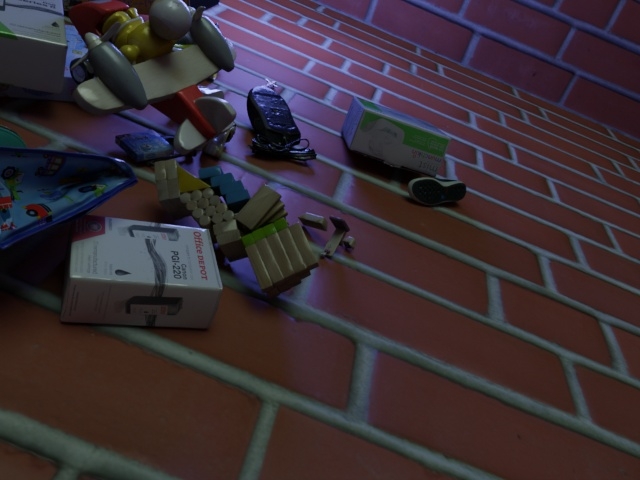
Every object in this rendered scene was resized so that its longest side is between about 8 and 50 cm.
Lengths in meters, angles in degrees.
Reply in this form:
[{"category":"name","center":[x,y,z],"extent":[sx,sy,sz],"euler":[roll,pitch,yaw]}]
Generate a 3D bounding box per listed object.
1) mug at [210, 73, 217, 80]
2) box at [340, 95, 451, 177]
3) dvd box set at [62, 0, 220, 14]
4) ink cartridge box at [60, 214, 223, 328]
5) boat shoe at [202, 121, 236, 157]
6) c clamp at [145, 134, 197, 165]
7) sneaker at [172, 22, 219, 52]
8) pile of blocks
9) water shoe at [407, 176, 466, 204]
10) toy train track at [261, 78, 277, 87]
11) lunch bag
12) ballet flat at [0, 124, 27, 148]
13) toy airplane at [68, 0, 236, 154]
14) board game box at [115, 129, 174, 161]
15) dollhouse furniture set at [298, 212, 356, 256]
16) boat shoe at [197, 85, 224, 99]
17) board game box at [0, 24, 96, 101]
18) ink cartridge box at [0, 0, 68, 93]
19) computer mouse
[{"category":"mug","center":[-0.343,-0.512,1.749],"extent":[0.064,0.078,0.062],"euler":[12,64,-2]},{"category":"box","center":[0.206,-0.298,1.675],"extent":[0.261,0.127,0.231],"euler":[17,19,-10]},{"category":"dvd box set","center":[-0.561,-0.764,1.840],"extent":[0.419,0.062,0.308],"euler":[6,29,7]},{"category":"ink cartridge box","center":[-0.273,0.048,0.898],"extent":[0.217,0.092,0.159],"euler":[8,34,-27]},{"category":"boat shoe","center":[-0.233,-0.245,1.407],"extent":[0.048,0.056,0.153],"euler":[30,34,-3]},{"category":"c clamp","center":[-0.337,-0.194,1.295],"extent":[0.137,0.022,0.160],"euler":[29,33,18]},{"category":"sneaker","center":[-0.415,-0.603,1.736],"extent":[0.111,0.122,0.299],"euler":[2,8,41]},{"category":"pile of blocks","center":[-0.149,-0.034,1.067],"extent":[0.362,0.113,0.149],"euler":[38,76,18]},{"category":"water shoe","center":[0.306,-0.137,1.604],"extent":[0.203,0.073,0.080],"euler":[2,11,-32]},{"category":"toy train track","center":[-0.168,-0.494,1.866],"extent":[0.048,0.014,0.083],"euler":[37,39,8]},{"category":"lunch bag","center":[-0.436,-0.070,0.856],"extent":[0.220,0.138,0.293],"euler":[-11,10,26]},{"category":"ballet flat","center":[-0.636,-0.120,0.908],"extent":[0.123,0.123,0.348],"euler":[33,30,15]},{"category":"toy airplane","center":[-0.330,-0.376,1.248],"extent":[0.384,0.272,0.386],"euler":[8,44,-30]},{"category":"board game box","center":[-0.376,-0.204,1.250],"extent":[0.090,0.020,0.090],"euler":[-21,48,-42]},{"category":"dollhouse furniture set","center":[0.000,0.000,1.232],"extent":[0.114,0.091,0.081],"euler":[17,66,33]},{"category":"boat shoe","center":[-0.329,-0.378,1.538],"extent":[0.063,0.066,0.184],"euler":[20,31,22]},{"category":"board game box","center":[-0.668,-0.436,1.391],"extent":[0.318,0.066,0.318],"euler":[-5,42,-38]},{"category":"ink cartridge box","center":[-0.650,-0.436,1.231],"extent":[0.198,0.115,0.273],"euler":[3,38,-30]},{"category":"computer mouse","center":[-0.133,-0.301,1.551],"extent":[0.188,0.072,0.272],"euler":[5,48,-32]}]
